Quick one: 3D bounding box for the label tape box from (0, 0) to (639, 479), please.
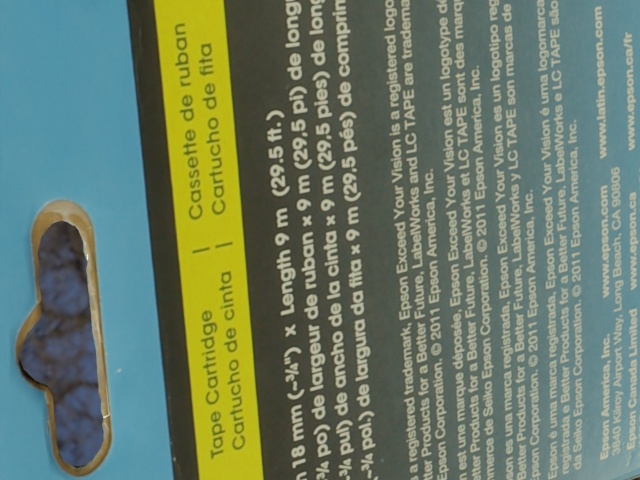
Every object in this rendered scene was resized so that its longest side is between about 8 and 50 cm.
[{"bbox_3d":[0.000,0.000,0.554,0.334,0.240,0.106,-12,-164,-33],"label":"label tape box"}]
